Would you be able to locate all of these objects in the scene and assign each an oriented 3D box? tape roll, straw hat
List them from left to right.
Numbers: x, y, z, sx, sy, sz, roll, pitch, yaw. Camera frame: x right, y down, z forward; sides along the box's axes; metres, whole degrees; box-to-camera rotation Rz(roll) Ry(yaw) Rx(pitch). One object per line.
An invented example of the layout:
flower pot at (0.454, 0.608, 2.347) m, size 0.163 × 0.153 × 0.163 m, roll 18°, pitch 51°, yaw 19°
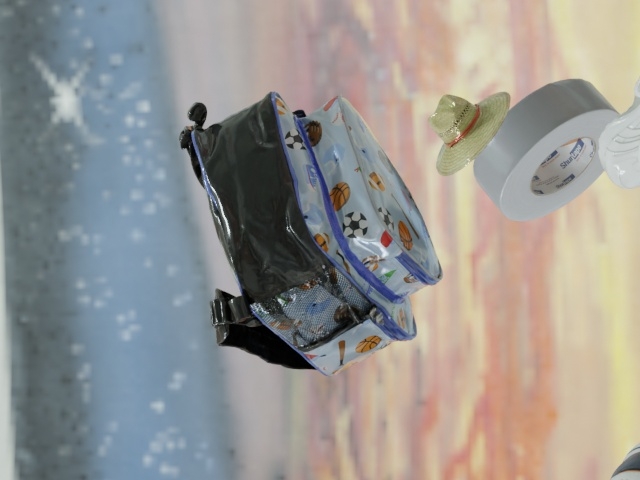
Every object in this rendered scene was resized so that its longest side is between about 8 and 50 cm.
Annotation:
straw hat at (0.170, -0.152, 2.306) m, size 0.061 × 0.144 × 0.144 m, roll 38°, pitch -134°, yaw -17°
tape roll at (0.328, -0.129, 2.616) m, size 0.072 × 0.219 × 0.219 m, roll 52°, pitch -171°, yaw 29°

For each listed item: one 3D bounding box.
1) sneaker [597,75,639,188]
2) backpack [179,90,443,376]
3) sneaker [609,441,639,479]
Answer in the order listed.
sneaker at (0.408, -0.121, 2.172) m, size 0.115 × 0.090 × 0.232 m, roll 58°, pitch 153°, yaw 26°
backpack at (0.000, 0.000, 1.840) m, size 0.263 × 0.213 × 0.276 m, roll 58°, pitch -163°, yaw -54°
sneaker at (0.443, 0.367, 2.013) m, size 0.127 × 0.321 × 0.126 m, roll -38°, pitch -17°, yaw -48°
